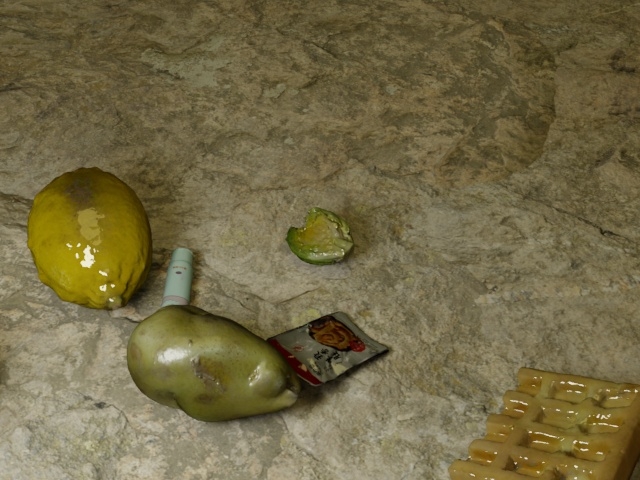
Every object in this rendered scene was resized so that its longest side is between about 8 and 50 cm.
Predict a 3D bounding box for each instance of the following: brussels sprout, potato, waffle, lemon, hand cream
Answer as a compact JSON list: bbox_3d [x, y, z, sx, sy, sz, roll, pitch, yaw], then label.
[{"bbox_3d":[0.001,0.003,2.296,0.181,0.100,0.139,35,62,30],"label":"brussels sprout"},{"bbox_3d":[-0.205,0.243,1.928,0.351,0.218,0.202,14,42,10],"label":"potato"},{"bbox_3d":[0.443,0.368,1.825,0.304,0.077,0.348,3,34,38],"label":"waffle"},{"bbox_3d":[-0.494,0.003,2.156,0.285,0.285,0.316,-19,88,-22],"label":"lemon"},{"bbox_3d":[-0.316,0.152,2.155,0.085,0.058,0.331,13,45,-12],"label":"hand cream"}]

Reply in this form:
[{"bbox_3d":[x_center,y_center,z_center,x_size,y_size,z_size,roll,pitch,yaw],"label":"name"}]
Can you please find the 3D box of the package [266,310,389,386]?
[{"bbox_3d":[0.016,0.222,2.058,0.239,0.030,0.154,-20,48,-42],"label":"package"}]
